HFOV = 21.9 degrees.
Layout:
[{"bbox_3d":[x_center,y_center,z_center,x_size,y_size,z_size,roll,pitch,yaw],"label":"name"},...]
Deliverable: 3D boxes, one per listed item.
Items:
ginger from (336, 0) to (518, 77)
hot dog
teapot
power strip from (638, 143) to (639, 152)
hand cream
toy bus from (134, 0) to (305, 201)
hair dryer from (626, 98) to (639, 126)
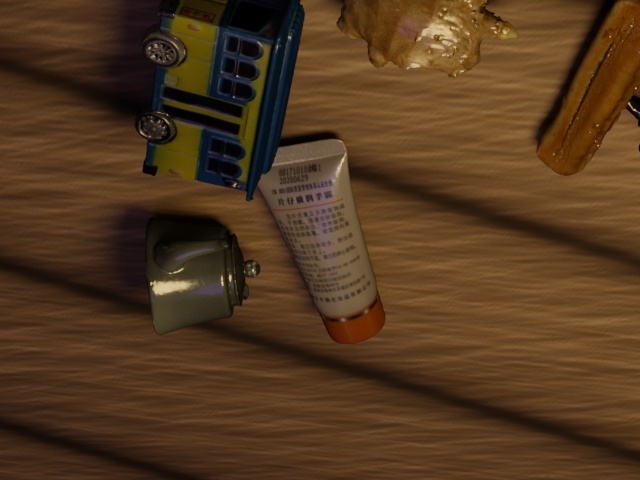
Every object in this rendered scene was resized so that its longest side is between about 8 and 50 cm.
[{"bbox_3d":[0.126,-0.267,1.932,0.216,0.102,0.157,15,108,4],"label":"ginger"},{"bbox_3d":[0.338,-0.188,1.987,0.088,0.061,0.286,41,137,9],"label":"hot dog"},{"bbox_3d":[-0.156,0.046,2.276,0.149,0.162,0.239,-6,158,2],"label":"teapot"},{"bbox_3d":[0.504,-0.145,1.976,0.213,0.064,0.198,29,97,-13],"label":"power strip"},{"bbox_3d":[0.000,0.000,2.229,0.140,0.089,0.314,-6,128,16],"label":"hand cream"},{"bbox_3d":[-0.123,-0.199,2.015,0.175,0.138,0.287,14,139,1],"label":"toy bus"},{"bbox_3d":[0.467,-0.097,2.062,0.255,0.070,0.128,33,132,-10],"label":"hair dryer"}]
